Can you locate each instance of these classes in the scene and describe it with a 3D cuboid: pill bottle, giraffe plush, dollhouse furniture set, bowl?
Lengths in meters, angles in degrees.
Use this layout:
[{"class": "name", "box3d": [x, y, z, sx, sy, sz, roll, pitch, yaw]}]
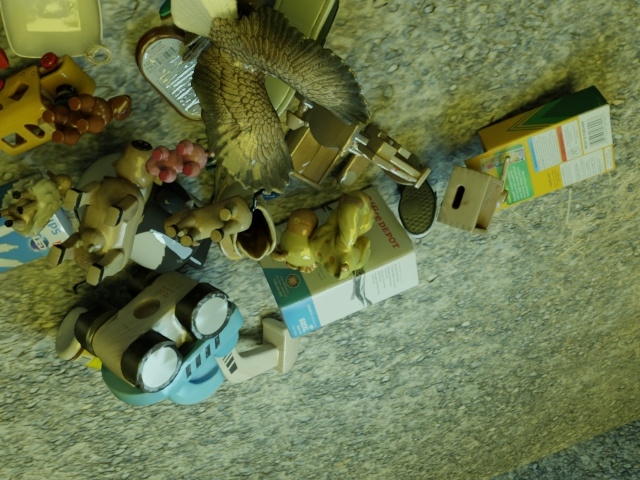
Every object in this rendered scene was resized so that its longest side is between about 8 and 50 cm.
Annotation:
[{"class": "pill bottle", "box3d": [-0.461, 0.231, 1.430, 0.215, 0.117, 0.117, 29, 112, -40]}, {"class": "giraffe plush", "box3d": [0.000, 0.000, 1.265, 0.170, 0.210, 0.181, 8, 165, 17]}, {"class": "dollhouse furniture set", "box3d": [0.074, -0.119, 1.198, 0.303, 0.355, 0.174, 24, 106, -39]}, {"class": "bowl", "box3d": [-0.413, -0.358, 0.993, 0.142, 0.053, 0.142, -7, 131, -18]}]

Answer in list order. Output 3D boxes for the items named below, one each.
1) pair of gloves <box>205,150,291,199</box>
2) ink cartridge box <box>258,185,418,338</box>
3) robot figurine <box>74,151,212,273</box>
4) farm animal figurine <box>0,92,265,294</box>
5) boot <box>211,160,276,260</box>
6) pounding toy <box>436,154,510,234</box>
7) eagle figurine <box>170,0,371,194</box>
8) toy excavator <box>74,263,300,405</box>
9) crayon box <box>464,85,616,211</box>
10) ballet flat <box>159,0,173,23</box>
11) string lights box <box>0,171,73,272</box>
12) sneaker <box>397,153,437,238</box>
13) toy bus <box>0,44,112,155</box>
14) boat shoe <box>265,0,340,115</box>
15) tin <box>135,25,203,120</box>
[{"class": "pair of gloves", "box3d": [-0.150, -0.147, 1.317, 0.159, 0.023, 0.198, -25, 135, -4]}, {"class": "ink cartridge box", "box3d": [0.031, 0.044, 1.421, 0.307, 0.223, 0.129, -23, 138, -6]}, {"class": "robot figurine", "box3d": [-0.328, -0.043, 1.217, 0.209, 0.173, 0.278, -39, 134, 10]}, {"class": "farm animal figurine", "box3d": [-0.293, -0.061, 1.020, 0.330, 0.172, 0.327, 41, 106, -1]}, {"class": "boot", "box3d": [-0.152, -0.019, 1.271, 0.095, 0.203, 0.262, -6, 131, -19]}, {"class": "pounding toy", "box3d": [0.347, -0.112, 1.428, 0.206, 0.094, 0.181, 3, 106, -62]}, {"class": "eagle figurine", "box3d": [-0.087, -0.255, 0.989, 0.225, 0.298, 0.226, -19, 159, -21]}, {"class": "toy excavator", "box3d": [-0.254, 0.239, 1.438, 0.433, 0.222, 0.445, -45, 138, -31]}, {"class": "crayon box", "box3d": [0.500, -0.201, 1.496, 0.323, 0.083, 0.203, -21, 135, 12]}, {"class": "ballet flat", "box3d": [-0.157, -0.417, 1.042, 0.232, 0.080, 0.073, -39, 134, 11]}, {"class": "string lights box", "box3d": [-0.606, -0.012, 1.182, 0.259, 0.077, 0.133, -22, 133, -7]}, {"class": "sneaker", "box3d": [0.221, -0.061, 1.429, 0.086, 0.226, 0.163, -11, 139, 12]}, {"class": "toy bus", "box3d": [-0.437, -0.212, 1.026, 0.191, 0.104, 0.202, 1, 148, -28]}, {"class": "boat shoe", "box3d": [-0.068, -0.325, 1.146, 0.127, 0.113, 0.340, 31, 109, 8]}, {"class": "tin", "box3d": [-0.244, -0.290, 1.143, 0.106, 0.040, 0.190, -34, 134, 11]}]
